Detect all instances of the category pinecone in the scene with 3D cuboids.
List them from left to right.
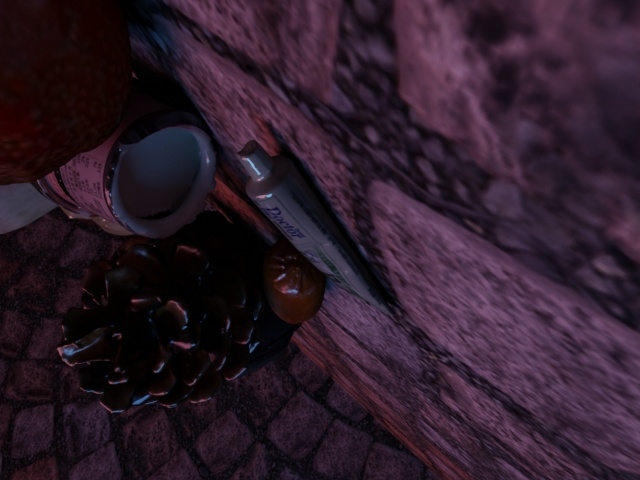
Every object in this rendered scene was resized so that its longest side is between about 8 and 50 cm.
[{"bbox_3d":[-0.160,0.077,0.490,0.184,0.179,0.204,16,-170,27],"label":"pinecone"}]

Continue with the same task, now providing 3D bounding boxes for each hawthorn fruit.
[{"bbox_3d":[-0.231,-0.153,0.281,0.205,0.205,0.253,36,156,29],"label":"hawthorn fruit"}]

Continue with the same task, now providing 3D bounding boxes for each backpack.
[{"bbox_3d":[-0.146,0.059,0.701,0.258,0.206,0.133,49,124,22],"label":"backpack"}]

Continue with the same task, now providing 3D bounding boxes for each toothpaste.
[{"bbox_3d":[0.000,0.000,0.396,0.064,0.041,0.218,21,158,44],"label":"toothpaste"}]

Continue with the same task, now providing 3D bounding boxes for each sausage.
[{"bbox_3d":[-0.030,0.052,0.554,0.076,0.076,0.197,41,165,10],"label":"sausage"}]

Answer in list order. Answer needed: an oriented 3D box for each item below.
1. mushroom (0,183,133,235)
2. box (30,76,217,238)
[{"bbox_3d":[-0.332,-0.100,0.616,0.260,0.234,0.254,49,162,-19],"label":"mushroom"},{"bbox_3d":[-0.186,-0.080,0.459,0.135,0.151,0.151,26,159,30],"label":"box"}]
